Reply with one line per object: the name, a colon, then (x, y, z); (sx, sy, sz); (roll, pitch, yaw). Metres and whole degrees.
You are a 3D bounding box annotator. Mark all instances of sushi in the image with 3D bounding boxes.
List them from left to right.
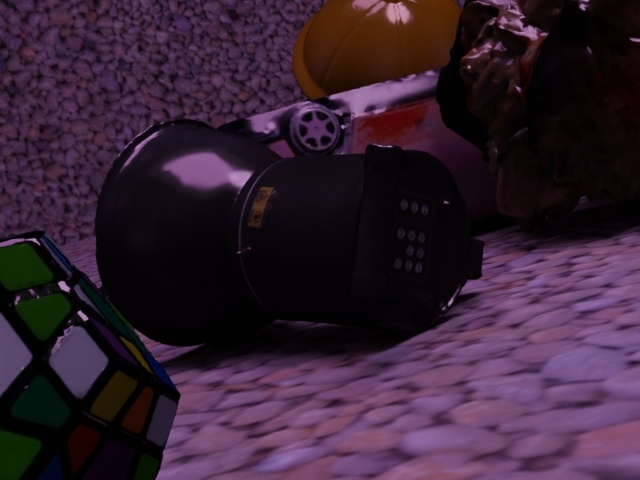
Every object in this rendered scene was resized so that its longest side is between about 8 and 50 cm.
sushi: (0.214, -0.129, 0.846); (0.225, 0.238, 0.219); (-14, 15, -8)

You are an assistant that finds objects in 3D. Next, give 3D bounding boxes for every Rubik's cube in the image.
Rubik's cube: (-0.113, 0.058, 0.371); (0.112, 0.133, 0.133); (17, -18, -42)

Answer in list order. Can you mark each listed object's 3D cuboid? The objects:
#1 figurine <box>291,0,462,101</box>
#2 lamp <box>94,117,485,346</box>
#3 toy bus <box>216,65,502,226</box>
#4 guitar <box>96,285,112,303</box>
figurine: (0.076, -0.139, 1.150); (0.192, 0.256, 0.167); (-22, 28, -22)
lamp: (0.000, 0.000, 0.670); (0.227, 0.147, 0.172); (3, -8, 42)
toy bus: (0.067, -0.069, 0.989); (0.303, 0.147, 0.127); (-18, -1, -19)
guitar: (-0.198, 0.052, 1.077); (0.088, 0.025, 0.233); (-17, 7, -22)
